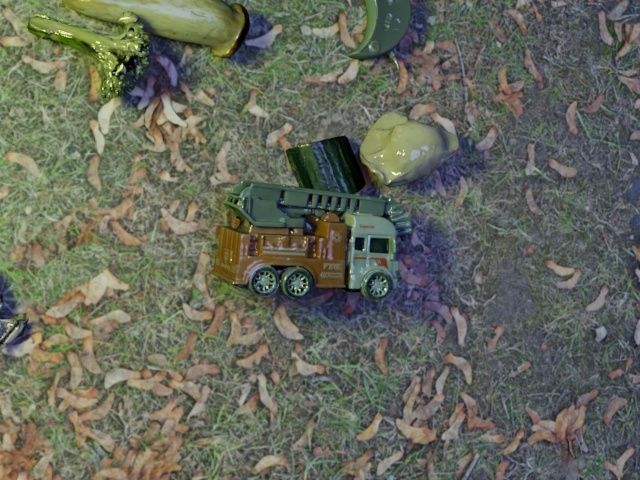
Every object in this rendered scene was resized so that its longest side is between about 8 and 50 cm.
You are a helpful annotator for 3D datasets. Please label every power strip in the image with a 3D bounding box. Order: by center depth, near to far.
[{"bbox_3d":[0.098,-0.406,2.133,0.137,0.044,0.216,-12,90,-24],"label":"power strip"}]

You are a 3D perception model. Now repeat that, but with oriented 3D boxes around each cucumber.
[{"bbox_3d":[0.017,-0.126,2.066,0.116,0.062,0.115,-24,99,-22],"label":"cucumber"}]

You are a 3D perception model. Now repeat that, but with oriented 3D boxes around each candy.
[{"bbox_3d":[-0.517,0.059,1.827,0.094,0.051,0.226,-21,94,-26],"label":"candy"}]

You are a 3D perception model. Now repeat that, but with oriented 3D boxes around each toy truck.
[{"bbox_3d":[0.000,0.000,1.990,0.338,0.133,0.184,2,97,-23],"label":"toy truck"}]

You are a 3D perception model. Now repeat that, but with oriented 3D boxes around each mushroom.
[{"bbox_3d":[-0.266,-0.384,1.957,0.312,0.081,0.100,15,75,-20],"label":"mushroom"}]

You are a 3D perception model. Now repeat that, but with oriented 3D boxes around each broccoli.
[{"bbox_3d":[-0.366,-0.311,1.903,0.204,0.122,0.118,25,45,-1],"label":"broccoli"}]

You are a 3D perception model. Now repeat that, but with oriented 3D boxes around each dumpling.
[{"bbox_3d":[0.150,-0.172,2.118,0.169,0.100,0.134,-34,62,-1],"label":"dumpling"}]
